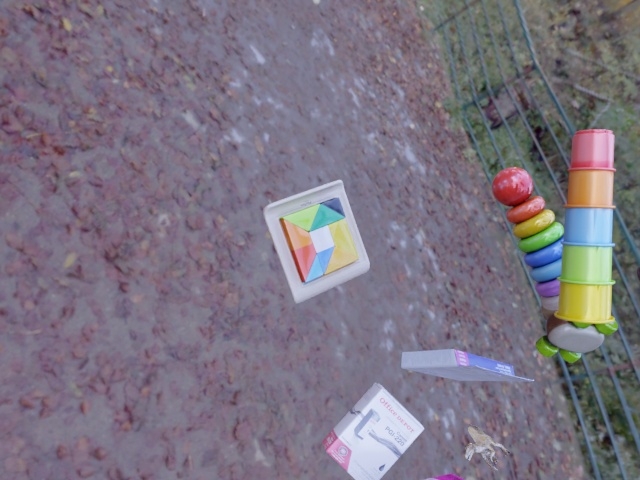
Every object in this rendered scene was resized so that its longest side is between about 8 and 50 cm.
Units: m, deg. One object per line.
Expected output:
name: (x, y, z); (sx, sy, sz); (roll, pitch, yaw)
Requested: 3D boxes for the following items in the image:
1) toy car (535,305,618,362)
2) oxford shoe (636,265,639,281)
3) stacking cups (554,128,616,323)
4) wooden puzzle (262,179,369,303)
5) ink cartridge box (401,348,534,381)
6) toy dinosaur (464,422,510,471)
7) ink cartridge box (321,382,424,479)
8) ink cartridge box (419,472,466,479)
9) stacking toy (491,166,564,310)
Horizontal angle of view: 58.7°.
toy car: (0.620, 0.183, 1.440); (0.149, 0.155, 0.188); (16, 42, -19)
oxford shoe: (0.825, 0.163, 1.383); (0.271, 0.098, 0.097); (50, 54, -16)
stacking cups: (0.450, -0.024, 0.948); (0.096, 0.096, 0.316); (-5, 99, -52)
wooden puzzle: (0.000, 0.000, 1.317); (0.221, 0.044, 0.239); (-22, 100, -28)
ink cartridge box: (0.509, 0.437, 1.983); (0.324, 0.330, 0.071); (20, 66, -34)
toy dinosaur: (0.347, 0.426, 1.199); (0.092, 0.053, 0.183); (43, 14, 14)
ink cartridge box: (0.136, 0.506, 1.476); (0.158, 0.092, 0.218); (44, 81, -1)
ink cartridge box: (0.296, 0.620, 1.327); (0.370, 0.175, 0.069); (6, 88, -32)
stacking toy: (0.493, -0.016, 1.274); (0.141, 0.141, 0.330); (-28, 91, -54)
